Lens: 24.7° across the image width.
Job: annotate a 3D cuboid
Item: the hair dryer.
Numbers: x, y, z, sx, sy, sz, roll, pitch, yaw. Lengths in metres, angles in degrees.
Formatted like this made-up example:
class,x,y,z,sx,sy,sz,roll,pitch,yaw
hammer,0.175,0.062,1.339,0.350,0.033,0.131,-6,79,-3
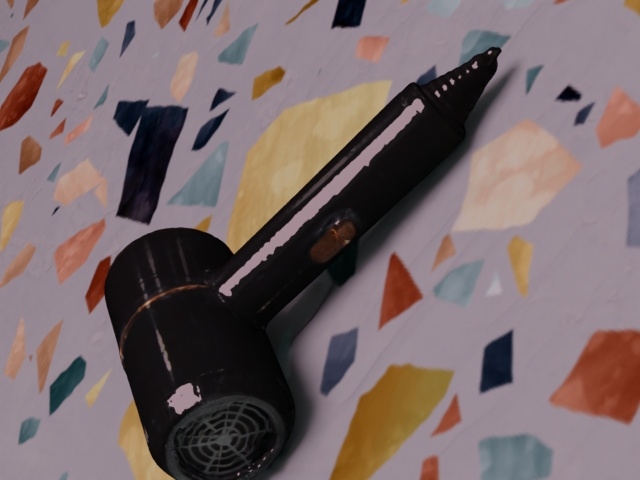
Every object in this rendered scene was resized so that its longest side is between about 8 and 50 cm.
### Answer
class,x,y,z,sx,sy,sz,roll,pitch,yaw
hair dryer,0.000,0.000,1.001,0.352,0.107,0.189,-44,37,14
